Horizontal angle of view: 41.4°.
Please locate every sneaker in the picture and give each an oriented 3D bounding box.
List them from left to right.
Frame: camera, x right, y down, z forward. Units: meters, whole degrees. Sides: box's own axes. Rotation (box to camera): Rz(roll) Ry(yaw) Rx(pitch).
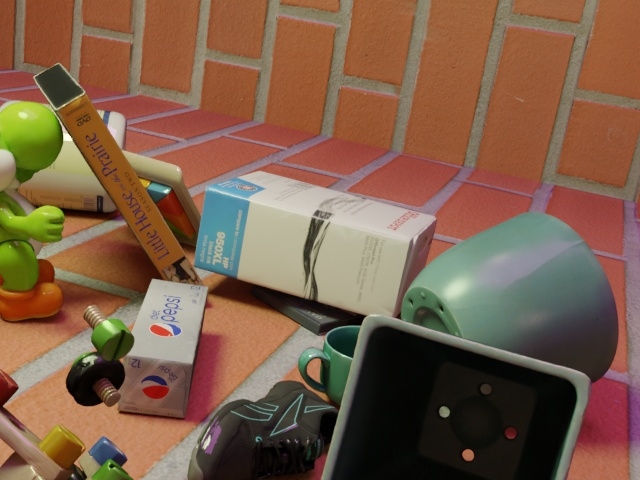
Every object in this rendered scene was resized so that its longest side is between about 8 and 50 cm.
[{"bbox_3d":[-0.060,0.246,1.054,0.106,0.101,0.267,20,21,26],"label":"sneaker"}]

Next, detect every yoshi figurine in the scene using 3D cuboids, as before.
[{"bbox_3d":[-0.475,-0.069,1.363,0.204,0.362,0.203,4,27,17],"label":"yoshi figurine"}]

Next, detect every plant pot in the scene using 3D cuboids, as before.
[{"bbox_3d":[0.169,0.231,1.002,0.248,0.247,0.252,15,2,18],"label":"plant pot"},{"bbox_3d":[0.270,0.124,1.322,0.235,0.293,0.293,-16,27,-23],"label":"plant pot"}]

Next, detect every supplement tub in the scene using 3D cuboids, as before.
[{"bbox_3d":[-0.613,-0.191,1.920,0.325,0.235,0.235,5,18,-12],"label":"supplement tub"}]

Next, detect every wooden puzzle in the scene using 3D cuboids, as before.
[{"bbox_3d":[-0.352,-0.082,1.774,0.221,0.238,0.044,17,56,24],"label":"wooden puzzle"}]

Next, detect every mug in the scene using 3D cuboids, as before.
[{"bbox_3d":[0.051,0.196,1.268,0.158,0.097,0.129,11,18,9],"label":"mug"}]

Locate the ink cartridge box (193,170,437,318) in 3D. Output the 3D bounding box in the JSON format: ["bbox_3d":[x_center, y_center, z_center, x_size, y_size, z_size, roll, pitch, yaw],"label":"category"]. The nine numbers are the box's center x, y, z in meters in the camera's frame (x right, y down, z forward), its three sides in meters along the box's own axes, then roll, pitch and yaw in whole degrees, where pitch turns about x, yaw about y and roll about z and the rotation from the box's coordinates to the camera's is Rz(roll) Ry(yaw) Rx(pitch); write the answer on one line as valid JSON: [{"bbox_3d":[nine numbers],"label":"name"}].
[{"bbox_3d":[0.000,0.000,1.626,0.395,0.166,0.285,15,14,14],"label":"ink cartridge box"}]

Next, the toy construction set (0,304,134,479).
[{"bbox_3d":[-0.256,0.269,0.754,0.309,0.257,0.237,-28,48,-30],"label":"toy construction set"}]

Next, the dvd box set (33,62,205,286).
[{"bbox_3d":[-0.366,-0.105,1.539,0.062,0.420,0.307,-33,29,-10],"label":"dvd box set"}]

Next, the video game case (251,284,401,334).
[{"bbox_3d":[0.033,0.112,1.641,0.274,0.026,0.196,-9,25,-42],"label":"video game case"}]

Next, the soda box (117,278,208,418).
[{"bbox_3d":[-0.231,0.153,1.272,0.098,0.091,0.286,8,18,-6],"label":"soda box"}]
